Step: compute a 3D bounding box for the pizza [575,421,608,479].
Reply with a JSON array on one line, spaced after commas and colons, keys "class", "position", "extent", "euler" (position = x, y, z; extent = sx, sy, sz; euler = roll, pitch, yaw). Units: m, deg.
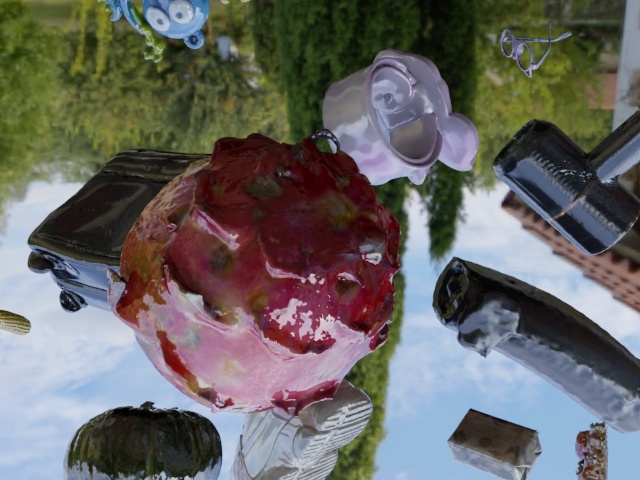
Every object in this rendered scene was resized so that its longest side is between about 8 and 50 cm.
[{"class": "pizza", "position": [0.475, 0.387, 1.278], "extent": [0.053, 0.193, 0.201], "euler": [1, -160, 23]}]

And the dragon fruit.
[{"class": "dragon fruit", "position": [-0.051, 0.032, 0.918], "extent": [0.386, 0.371, 0.249], "euler": [-7, 169, -35]}]

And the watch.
[{"class": "watch", "position": [0.116, -0.179, 1.225], "extent": [0.211, 0.248, 0.217], "euler": [-15, -161, 44]}]

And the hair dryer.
[{"class": "hair dryer", "position": [0.401, -0.154, 0.927], "extent": [0.189, 0.352, 0.107], "euler": [39, -147, -4]}]

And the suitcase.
[{"class": "suitcase", "position": [-0.280, -0.019, 1.245], "extent": [0.345, 0.188, 0.339], "euler": [8, -131, 35]}]

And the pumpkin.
[{"class": "pumpkin", "position": [-0.253, 0.311, 1.051], "extent": [0.223, 0.157, 0.224], "euler": [-1, 160, -1]}]

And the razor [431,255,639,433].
[{"class": "razor", "position": [0.315, 0.138, 1.012], "extent": [0.327, 0.107, 0.189], "euler": [29, -167, -10]}]

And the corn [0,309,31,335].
[{"class": "corn", "position": [-0.555, 0.147, 1.309], "extent": [0.037, 0.037, 0.092], "euler": [6, 163, 22]}]

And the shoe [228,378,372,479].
[{"class": "shoe", "position": [-0.064, 0.328, 1.296], "extent": [0.172, 0.351, 0.198], "euler": [7, -141, -48]}]

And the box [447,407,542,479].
[{"class": "box", "position": [0.208, 0.245, 0.871], "extent": [0.098, 0.045, 0.062], "euler": [10, -137, 40]}]

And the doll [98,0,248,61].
[{"class": "doll", "position": [-0.317, -0.535, 1.481], "extent": [0.346, 0.341, 0.099], "euler": [-14, -135, 19]}]

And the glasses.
[{"class": "glasses", "position": [0.420, -0.374, 1.406], "extent": [0.103, 0.062, 0.140], "euler": [-14, -142, -10]}]
